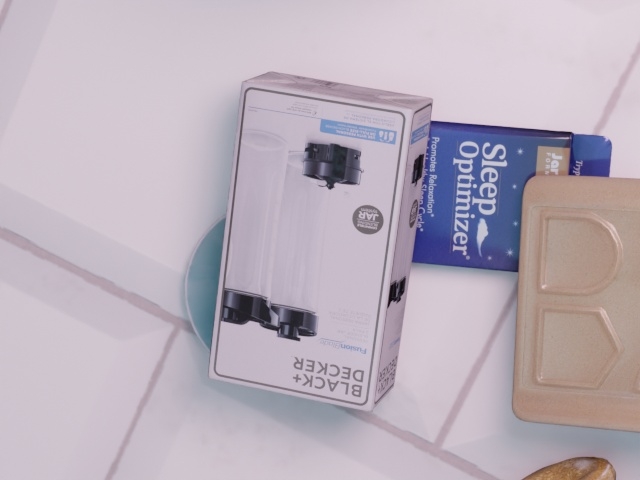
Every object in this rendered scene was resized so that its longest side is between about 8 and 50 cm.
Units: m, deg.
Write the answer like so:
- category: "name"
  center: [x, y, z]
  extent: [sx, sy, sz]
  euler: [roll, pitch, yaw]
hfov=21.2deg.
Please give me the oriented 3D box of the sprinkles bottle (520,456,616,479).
- category: "sprinkles bottle"
  center: [0.288, 0.389, 1.639]
  extent: [0.121, 0.121, 0.355]
  euler: [-22, 97, 14]

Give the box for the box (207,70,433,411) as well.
- category: "box"
  center: [0.000, 0.000, 1.596]
  extent: [0.169, 0.087, 0.290]
  euler: [12, 105, 13]

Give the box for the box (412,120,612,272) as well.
- category: "box"
  center: [0.158, -0.041, 1.616]
  extent: [0.225, 0.036, 0.136]
  euler: [5, 103, 8]

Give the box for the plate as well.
- category: "plate"
  center: [-0.040, 0.051, 1.679]
  extent: [0.188, 0.024, 0.188]
  euler: [3, 103, 11]

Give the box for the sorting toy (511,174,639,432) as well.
- category: "sorting toy"
  center: [0.330, 0.061, 1.535]
  extent: [0.307, 0.041, 0.229]
  euler: [4, 89, 18]
